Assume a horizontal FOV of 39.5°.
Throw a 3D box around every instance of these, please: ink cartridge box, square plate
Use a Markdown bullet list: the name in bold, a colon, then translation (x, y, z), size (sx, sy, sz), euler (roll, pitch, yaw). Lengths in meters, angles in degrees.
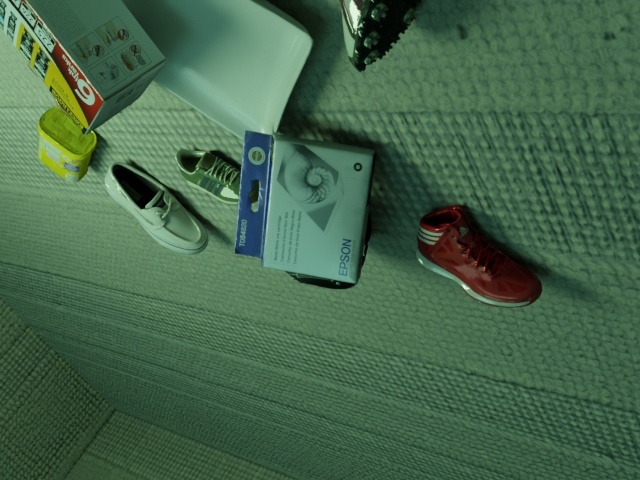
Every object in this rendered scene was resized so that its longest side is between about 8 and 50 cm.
- **ink cartridge box**: translation (-0.419, -0.340, 1.441), size (0.309, 0.130, 0.272), euler (53, 156, -7)
- **square plate**: translation (-0.182, -0.318, 1.382), size (0.347, 0.049, 0.344), euler (34, 153, 1)
- **ink cartridge box**: translation (-0.033, -0.055, 1.452), size (0.224, 0.045, 0.223), euler (9, 109, 11)

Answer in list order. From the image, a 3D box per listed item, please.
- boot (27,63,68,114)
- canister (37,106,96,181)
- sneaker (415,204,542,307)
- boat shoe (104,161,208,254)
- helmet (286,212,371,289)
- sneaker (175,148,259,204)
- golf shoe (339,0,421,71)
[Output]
- **boot**: translation (-0.461, -0.308, 1.686), size (0.197, 0.073, 0.152), euler (43, 148, -21)
- **canister**: translation (-0.560, -0.205, 1.957), size (0.126, 0.073, 0.170), euler (37, 154, -5)
- **sneaker**: translation (0.247, 0.023, 1.420), size (0.221, 0.087, 0.128), euler (20, 151, 23)
- **boat shoe**: translation (-0.351, -0.074, 1.923), size (0.267, 0.096, 0.088), euler (43, 157, 2)
- **helmet**: translation (0.000, 0.000, 1.571), size (0.162, 0.169, 0.169), euler (10, 148, 10)
- **sneaker**: translation (-0.201, -0.126, 1.692), size (0.192, 0.064, 0.086), euler (19, 154, 34)
- **golf shoe**: translation (0.056, -0.329, 1.074), size (0.120, 0.105, 0.273), euler (41, 151, 24)
